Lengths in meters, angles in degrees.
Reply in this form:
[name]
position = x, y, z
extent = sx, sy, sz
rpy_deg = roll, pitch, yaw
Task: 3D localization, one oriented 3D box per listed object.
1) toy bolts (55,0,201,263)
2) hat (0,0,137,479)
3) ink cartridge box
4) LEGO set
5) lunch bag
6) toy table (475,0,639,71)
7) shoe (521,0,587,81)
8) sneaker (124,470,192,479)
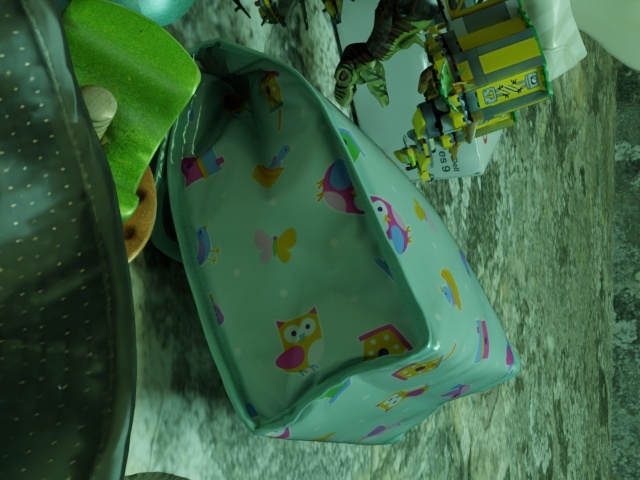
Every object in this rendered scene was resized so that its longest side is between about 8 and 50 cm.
[toy bolts]
position = -0.149, -0.105, 0.538
extent = 0.218, 0.158, 0.228
rpy_deg = 34, 55, -12
[hat]
position = -0.210, 0.023, 0.296
extent = 0.331, 0.134, 0.331
rpy_deg = 5, 83, -49
[ink cartridge box]
position = 0.124, -0.212, 1.174
extent = 0.289, 0.121, 0.211
rpy_deg = -55, 135, -57
[LEGO set]
position = 0.031, -0.158, 0.821
extent = 0.331, 0.192, 0.255
rpy_deg = -77, 147, -81
[lunch bag]
position = 0.000, 0.000, 0.778
extent = 0.262, 0.160, 0.223
rpy_deg = 64, 16, 20
[toy table]
position = 0.243, -0.288, 1.113
extent = 0.252, 0.160, 0.274
rpy_deg = -33, 114, -64
[shoe]
position = 0.146, -0.214, 0.821
extent = 0.076, 0.058, 0.219
rpy_deg = -102, 172, -59
[sneaker]
position = -0.120, 0.259, 0.543
extent = 0.146, 0.102, 0.293
rpy_deg = 71, 31, -42
